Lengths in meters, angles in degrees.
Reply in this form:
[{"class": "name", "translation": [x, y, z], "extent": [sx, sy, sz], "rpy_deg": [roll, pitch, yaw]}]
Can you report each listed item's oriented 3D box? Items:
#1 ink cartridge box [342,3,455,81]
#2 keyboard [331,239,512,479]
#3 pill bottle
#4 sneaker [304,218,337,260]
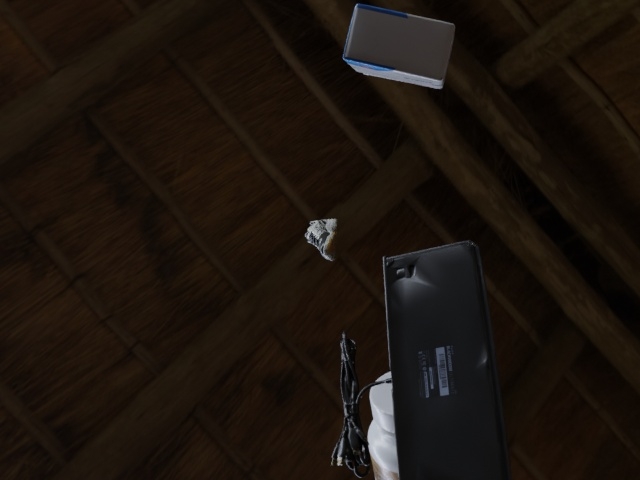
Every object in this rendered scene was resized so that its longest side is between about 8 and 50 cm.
[{"class": "ink cartridge box", "translation": [0.123, -0.289, 1.293], "extent": [0.148, 0.203, 0.086], "rpy_deg": [13, -81, 5]}, {"class": "keyboard", "translation": [0.105, 0.160, 0.980], "extent": [0.201, 0.033, 0.317], "rpy_deg": [-12, -120, 20]}, {"class": "pill bottle", "translation": [0.137, 0.304, 1.227], "extent": [0.131, 0.131, 0.229], "rpy_deg": [-5, -60, 12]}, {"class": "sneaker", "translation": [0.000, 0.000, 0.968], "extent": [0.036, 0.083, 0.032], "rpy_deg": [2, -70, 2]}]
